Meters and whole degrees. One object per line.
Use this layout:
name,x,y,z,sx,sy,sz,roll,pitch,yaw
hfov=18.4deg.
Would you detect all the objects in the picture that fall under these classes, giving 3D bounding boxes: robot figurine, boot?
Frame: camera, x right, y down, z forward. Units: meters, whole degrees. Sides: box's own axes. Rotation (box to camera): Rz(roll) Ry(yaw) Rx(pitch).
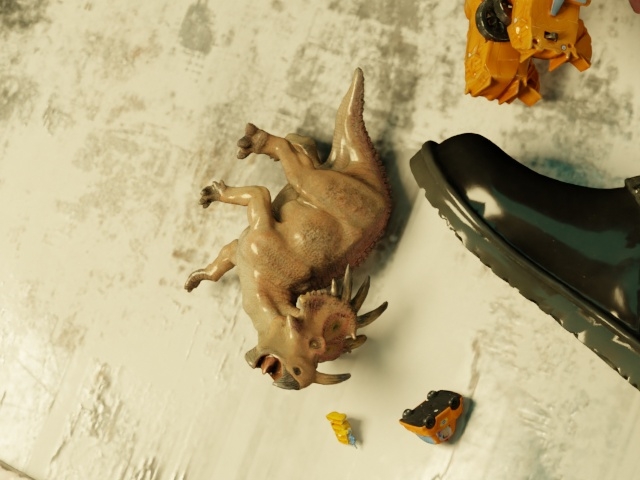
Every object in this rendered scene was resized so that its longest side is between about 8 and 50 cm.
robot figurine,0.197,-0.277,1.763,0.085,0.211,0.291,15,73,-17
boot,0.274,-0.043,1.678,0.348,0.131,0.260,41,99,14

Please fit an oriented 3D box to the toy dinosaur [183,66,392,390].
toy dinosaur,0.000,0.000,1.785,0.200,0.127,0.295,30,75,18

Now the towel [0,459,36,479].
towel,-0.371,0.350,1.861,0.332,0.053,0.317,24,84,24

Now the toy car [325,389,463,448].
toy car,0.071,0.162,1.765,0.122,0.060,0.040,-2,119,37

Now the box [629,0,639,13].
box,0.310,-0.303,1.683,0.127,0.232,0.148,0,75,20
